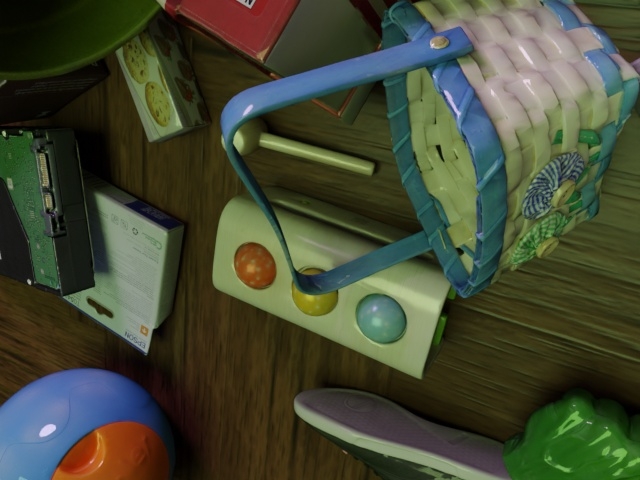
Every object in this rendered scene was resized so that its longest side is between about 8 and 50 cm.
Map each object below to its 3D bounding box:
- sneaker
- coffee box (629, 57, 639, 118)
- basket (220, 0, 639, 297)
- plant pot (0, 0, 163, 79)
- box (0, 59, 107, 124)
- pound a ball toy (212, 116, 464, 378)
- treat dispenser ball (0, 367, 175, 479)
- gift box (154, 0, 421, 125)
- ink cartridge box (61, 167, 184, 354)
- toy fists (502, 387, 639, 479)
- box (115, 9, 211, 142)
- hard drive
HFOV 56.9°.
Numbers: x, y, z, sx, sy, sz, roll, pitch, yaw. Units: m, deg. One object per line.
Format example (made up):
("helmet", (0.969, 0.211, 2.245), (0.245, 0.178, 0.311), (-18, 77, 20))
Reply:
("sneaker", (0.092, 0.291, 0.735), (0.295, 0.104, 0.147), (16, 109, 19))
("coffee box", (0.413, -0.042, 0.279), (0.338, 0.337, 0.334), (-29, 91, 20))
("basket", (0.087, -0.066, 0.487), (0.288, 0.255, 0.201), (-18, 57, 4))
("plant pot", (-0.350, -0.403, 0.549), (0.353, 0.366, 0.367), (40, 121, 19))
("box", (-0.435, -0.279, 0.792), (0.167, 0.168, 0.203), (-19, 97, 31))
("pound a ball toy", (0.000, 0.000, 0.670), (0.319, 0.135, 0.208), (21, 116, 20))
("treat dispenser ball", (-0.368, 0.341, 0.896), (0.288, 0.288, 0.288), (9, 111, 26))
("gift box", (-0.011, -0.277, 0.519), (0.255, 0.258, 0.276), (39, 101, 14))
("ink cartridge box", (-0.317, 0.030, 0.906), (0.223, 0.045, 0.224), (28, 119, 19))
("toy fists", (0.332, 0.271, 0.608), (0.279, 0.096, 0.142), (47, 132, 5))
("box", (-0.231, -0.287, 0.740), (0.067, 0.063, 0.324), (-13, 100, 29))
("hard drive", (-0.476, -0.059, 0.915), (0.338, 0.064, 0.237), (9, 109, 39))
